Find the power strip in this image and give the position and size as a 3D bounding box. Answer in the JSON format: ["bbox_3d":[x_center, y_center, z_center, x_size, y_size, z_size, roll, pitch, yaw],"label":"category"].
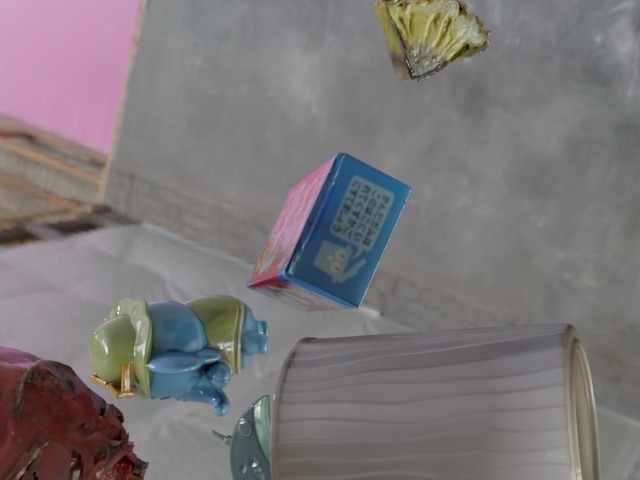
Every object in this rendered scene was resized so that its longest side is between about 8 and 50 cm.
[{"bbox_3d":[-0.049,0.288,1.345,0.216,0.137,0.044,37,-157,20],"label":"power strip"}]

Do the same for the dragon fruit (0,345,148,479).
[{"bbox_3d":[-0.302,0.231,0.954,0.301,0.296,0.295,32,-159,28],"label":"dragon fruit"}]

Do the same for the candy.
[{"bbox_3d":[0.001,0.000,1.322,0.100,0.157,0.306,25,170,-10],"label":"candy"}]

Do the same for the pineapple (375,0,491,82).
[{"bbox_3d":[0.200,-0.388,2.047,0.236,0.186,0.114,15,-176,-16],"label":"pineapple"}]

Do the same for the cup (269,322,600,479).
[{"bbox_3d":[0.119,0.187,1.019,0.273,0.208,0.288,-7,171,20],"label":"cup"}]

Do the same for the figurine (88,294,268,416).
[{"bbox_3d":[-0.182,0.147,1.463,0.262,0.154,0.180,0,-141,-21],"label":"figurine"}]
